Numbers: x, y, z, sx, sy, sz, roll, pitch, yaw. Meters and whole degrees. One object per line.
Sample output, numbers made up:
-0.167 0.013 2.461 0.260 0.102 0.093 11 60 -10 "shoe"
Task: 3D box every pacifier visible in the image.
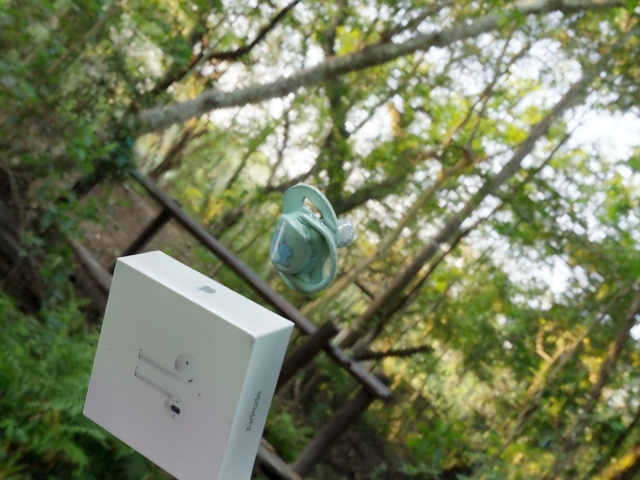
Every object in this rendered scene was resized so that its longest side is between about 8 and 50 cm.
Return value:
0.000 0.000 1.248 0.117 0.150 0.127 -12 38 -39 "pacifier"

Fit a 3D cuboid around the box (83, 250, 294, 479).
-0.096 0.093 0.706 0.129 0.130 0.051 26 21 28 "box"
